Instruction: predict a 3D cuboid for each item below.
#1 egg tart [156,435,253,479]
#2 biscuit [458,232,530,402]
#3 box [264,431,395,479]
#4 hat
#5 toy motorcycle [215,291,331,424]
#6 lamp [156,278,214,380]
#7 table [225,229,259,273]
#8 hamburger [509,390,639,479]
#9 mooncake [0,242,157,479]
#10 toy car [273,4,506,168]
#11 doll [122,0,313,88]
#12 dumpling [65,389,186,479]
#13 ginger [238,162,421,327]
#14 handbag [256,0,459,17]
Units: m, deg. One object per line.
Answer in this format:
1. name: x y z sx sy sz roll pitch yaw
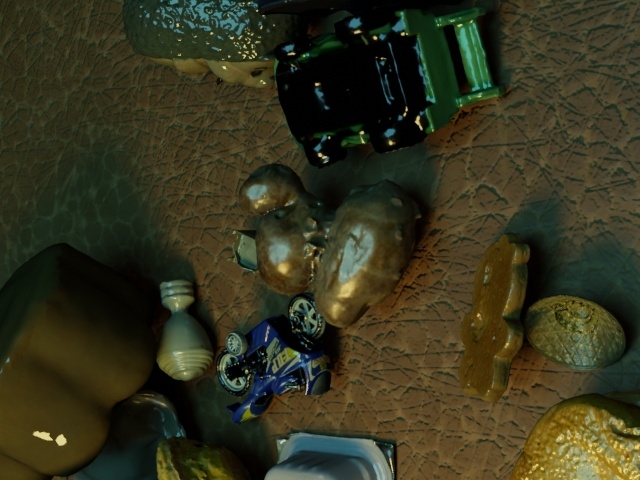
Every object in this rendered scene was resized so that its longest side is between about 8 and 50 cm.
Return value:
1. egg tart: -0.175 0.453 2.023 0.123 0.294 0.294 -33 63 -2
2. biscuit: 0.258 0.111 1.708 0.184 0.035 0.248 177 103 -75
3. box: -0.004 0.497 1.932 0.264 0.106 0.336 -4 88 40
4. hat: 0.367 0.111 1.651 0.146 0.067 0.146 16 135 16
5. toy motorcycle: -0.074 0.216 1.995 0.315 0.113 0.169 -39 73 41
6. lamp: -0.256 0.167 2.165 0.106 0.106 0.193 -25 63 38
7. table: -0.108 0.021 2.040 0.079 0.083 0.062 23 103 38
8. hamburger: 0.397 0.357 1.545 0.290 0.170 0.314 38 114 38
9. mooncake: -0.517 0.241 2.167 0.467 0.262 0.467 -41 26 25
10. toy car: 0.088 -0.248 1.818 0.359 0.176 0.213 -9 102 48
11. doll: -0.179 -0.387 2.028 0.350 0.247 0.247 10 96 34
12. dumpling: -0.354 0.402 2.224 0.204 0.163 0.293 35 112 -13
13. ginger: 0.000 0.000 1.861 0.304 0.155 0.244 16 99 17
14. handbag: 0.092 -0.408 1.771 0.326 0.269 0.118 0 95 32
